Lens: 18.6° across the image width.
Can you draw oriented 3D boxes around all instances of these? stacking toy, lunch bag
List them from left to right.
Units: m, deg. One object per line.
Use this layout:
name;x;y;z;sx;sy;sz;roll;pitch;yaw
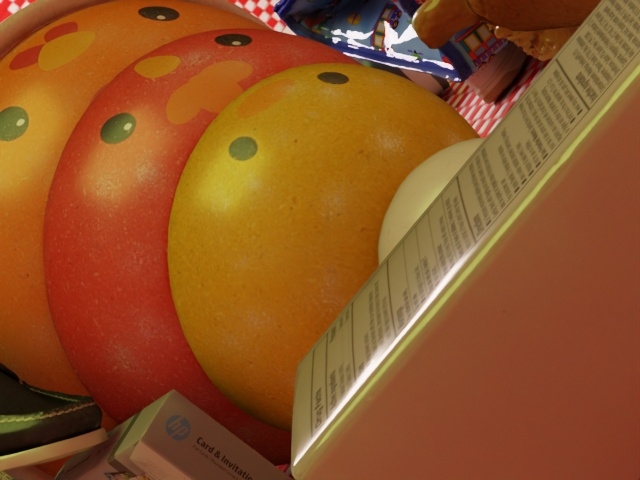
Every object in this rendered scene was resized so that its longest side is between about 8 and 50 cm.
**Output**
stacking toy;0.000;0.000;1.117;0.480;0.350;0.350;-2;49;55
lunch bag;0.096;-0.237;1.550;0.221;0.138;0.293;-41;14;-14

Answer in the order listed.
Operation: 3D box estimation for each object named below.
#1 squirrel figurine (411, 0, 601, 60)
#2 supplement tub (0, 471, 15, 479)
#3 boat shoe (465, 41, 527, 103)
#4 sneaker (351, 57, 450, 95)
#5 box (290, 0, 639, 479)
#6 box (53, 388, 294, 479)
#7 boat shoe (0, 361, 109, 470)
squirrel figurine;0.173;-0.266;1.224;0.397;0.281;0.370;58;-149;-57
supplement tub;-0.272;0.253;1.469;0.316;0.228;0.228;-54;10;-10
boat shoe;0.137;-0.172;1.565;0.063;0.059;0.170;-48;11;28
sneaker;0.014;-0.125;1.821;0.131;0.112;0.319;-51;8;-6
box;0.127;-0.003;0.825;0.311;0.121;0.148;-50;10;14
box;-0.066;0.160;1.086;0.038;0.145;0.186;-57;10;-30
boat shoe;-0.215;0.087;1.107;0.233;0.079;0.084;4;12;41
